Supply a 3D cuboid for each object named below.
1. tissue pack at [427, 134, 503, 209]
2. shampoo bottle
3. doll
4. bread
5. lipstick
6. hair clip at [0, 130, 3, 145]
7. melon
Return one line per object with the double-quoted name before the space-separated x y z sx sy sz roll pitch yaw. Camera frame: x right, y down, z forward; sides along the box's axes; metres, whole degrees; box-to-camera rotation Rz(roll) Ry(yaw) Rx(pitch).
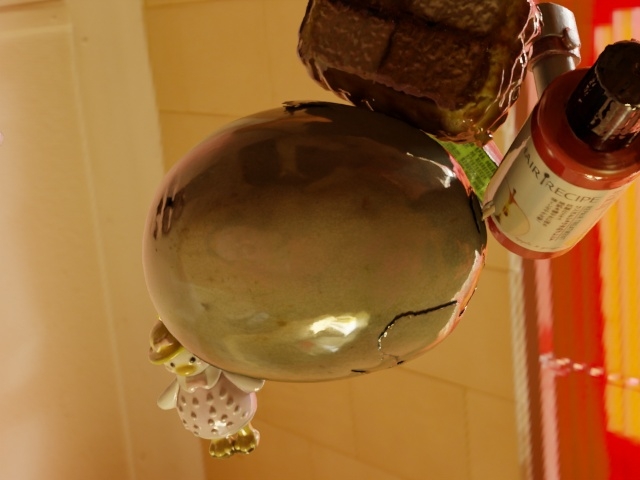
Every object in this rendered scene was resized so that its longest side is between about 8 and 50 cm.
"tissue pack" 0.175 -0.164 1.517 0.073 0.173 0.235 -33 -50 14
"shampoo bottle" 0.219 -0.076 0.924 0.104 0.278 0.104 2 -111 -5
"doll" -0.127 0.150 1.181 0.081 0.129 0.207 -79 -30 -55
"bread" 0.096 -0.200 1.037 0.181 0.222 0.096 -63 -24 -2
"lipstick" 0.243 -0.144 1.096 0.063 0.057 0.186 10 -116 -40
"hair clip" -0.436 -0.157 1.116 0.075 0.257 0.146 -49 -14 -6
"melon" 0.000 0.000 1.021 0.268 0.330 0.268 -6 -90 -72
